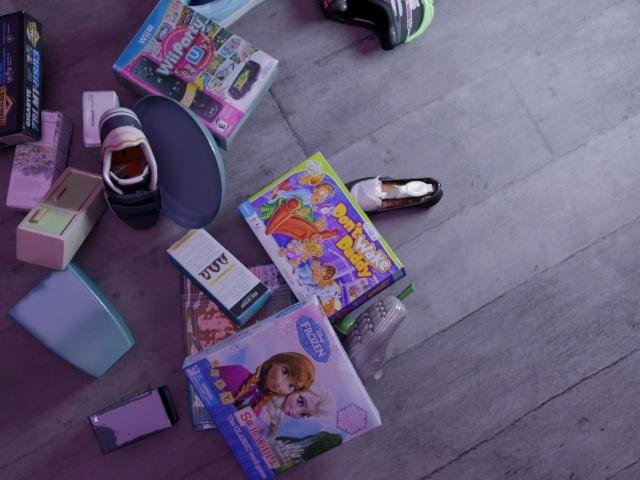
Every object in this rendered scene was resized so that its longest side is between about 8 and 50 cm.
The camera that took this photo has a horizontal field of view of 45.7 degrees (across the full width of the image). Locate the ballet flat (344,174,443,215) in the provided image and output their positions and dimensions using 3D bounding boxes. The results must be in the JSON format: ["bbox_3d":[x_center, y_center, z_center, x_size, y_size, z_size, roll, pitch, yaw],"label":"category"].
[{"bbox_3d":[0.158,-0.116,1.814,0.281,0.096,0.095,-9,81,-5],"label":"ballet flat"}]

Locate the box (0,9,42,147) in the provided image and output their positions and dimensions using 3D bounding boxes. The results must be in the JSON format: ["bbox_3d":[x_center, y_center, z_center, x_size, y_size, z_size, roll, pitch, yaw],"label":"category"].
[{"bbox_3d":[-0.780,-0.351,1.736,0.294,0.073,0.295,-7,78,15],"label":"box"}]

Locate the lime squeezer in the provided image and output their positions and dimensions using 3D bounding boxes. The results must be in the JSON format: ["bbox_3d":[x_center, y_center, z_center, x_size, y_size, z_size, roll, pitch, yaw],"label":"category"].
[{"bbox_3d":[0.082,0.181,1.760,0.311,0.110,0.058,-13,41,20],"label":"lime squeezer"}]

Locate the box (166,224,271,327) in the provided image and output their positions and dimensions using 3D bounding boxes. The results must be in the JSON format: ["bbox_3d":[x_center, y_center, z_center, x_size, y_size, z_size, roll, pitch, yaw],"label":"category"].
[{"bbox_3d":[-0.232,0.079,1.732,0.244,0.060,0.100,41,70,19],"label":"box"}]

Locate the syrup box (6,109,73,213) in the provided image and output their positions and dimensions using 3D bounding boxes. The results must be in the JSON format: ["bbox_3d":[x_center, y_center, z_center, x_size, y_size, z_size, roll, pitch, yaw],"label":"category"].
[{"bbox_3d":[-0.649,-0.178,1.760,0.093,0.096,0.236,6,82,-1],"label":"syrup box"}]

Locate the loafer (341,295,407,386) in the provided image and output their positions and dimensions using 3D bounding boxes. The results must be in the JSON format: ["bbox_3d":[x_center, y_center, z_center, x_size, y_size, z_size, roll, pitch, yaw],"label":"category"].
[{"bbox_3d":[0.099,0.262,1.713,0.112,0.112,0.319,29,112,-21],"label":"loafer"}]

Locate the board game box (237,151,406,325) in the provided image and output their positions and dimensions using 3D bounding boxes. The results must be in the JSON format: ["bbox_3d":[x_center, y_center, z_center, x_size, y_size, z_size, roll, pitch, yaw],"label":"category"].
[{"bbox_3d":[0.000,0.000,1.734,0.233,0.078,0.347,-35,69,-1],"label":"board game box"}]

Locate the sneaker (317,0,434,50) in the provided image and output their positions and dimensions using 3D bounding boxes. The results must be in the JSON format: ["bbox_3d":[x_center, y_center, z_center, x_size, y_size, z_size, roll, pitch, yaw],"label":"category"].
[{"bbox_3d":[0.054,-0.653,1.842,0.483,0.185,0.202,40,77,3],"label":"sneaker"}]

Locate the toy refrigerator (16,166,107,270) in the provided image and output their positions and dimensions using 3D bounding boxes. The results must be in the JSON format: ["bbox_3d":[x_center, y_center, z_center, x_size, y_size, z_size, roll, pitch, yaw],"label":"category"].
[{"bbox_3d":[-0.559,-0.057,1.667,0.102,0.269,0.094,15,124,-1],"label":"toy refrigerator"}]

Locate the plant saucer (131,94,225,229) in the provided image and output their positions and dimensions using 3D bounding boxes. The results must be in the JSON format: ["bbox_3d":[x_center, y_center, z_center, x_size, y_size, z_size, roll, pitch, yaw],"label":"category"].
[{"bbox_3d":[-0.318,-0.178,1.707,0.044,0.317,0.317,-33,85,-41],"label":"plant saucer"}]

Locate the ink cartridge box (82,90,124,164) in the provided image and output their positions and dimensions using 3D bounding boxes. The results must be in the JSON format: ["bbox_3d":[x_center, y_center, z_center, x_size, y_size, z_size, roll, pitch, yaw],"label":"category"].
[{"bbox_3d":[-0.489,-0.255,1.744,0.073,0.175,0.127,-3,82,-5],"label":"ink cartridge box"}]

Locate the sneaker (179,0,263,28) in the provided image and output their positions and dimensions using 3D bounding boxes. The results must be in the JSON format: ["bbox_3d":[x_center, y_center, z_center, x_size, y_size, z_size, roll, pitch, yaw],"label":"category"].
[{"bbox_3d":[-0.180,-0.630,1.775,0.366,0.150,0.135,-41,77,14],"label":"sneaker"}]

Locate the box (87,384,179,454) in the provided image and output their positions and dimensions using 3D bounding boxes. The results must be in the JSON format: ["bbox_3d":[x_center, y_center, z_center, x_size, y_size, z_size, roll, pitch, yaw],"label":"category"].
[{"bbox_3d":[-0.405,0.390,1.664,0.156,0.158,0.093,-21,84,-7],"label":"box"}]

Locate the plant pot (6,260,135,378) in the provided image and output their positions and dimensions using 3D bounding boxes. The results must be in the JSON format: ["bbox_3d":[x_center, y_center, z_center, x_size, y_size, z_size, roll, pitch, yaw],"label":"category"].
[{"bbox_3d":[-0.535,0.186,1.689,0.165,0.166,0.234,-44,94,-9],"label":"plant pot"}]

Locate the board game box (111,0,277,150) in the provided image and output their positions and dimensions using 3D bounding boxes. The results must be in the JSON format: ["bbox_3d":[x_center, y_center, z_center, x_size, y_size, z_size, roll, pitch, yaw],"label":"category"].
[{"bbox_3d":[-0.283,-0.385,1.740,0.303,0.097,0.224,31,80,1],"label":"board game box"}]

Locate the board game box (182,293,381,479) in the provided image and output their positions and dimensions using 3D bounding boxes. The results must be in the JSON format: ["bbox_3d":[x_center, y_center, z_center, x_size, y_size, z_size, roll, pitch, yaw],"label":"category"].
[{"bbox_3d":[-0.080,0.325,1.631,0.318,0.066,0.318,-27,103,4],"label":"board game box"}]

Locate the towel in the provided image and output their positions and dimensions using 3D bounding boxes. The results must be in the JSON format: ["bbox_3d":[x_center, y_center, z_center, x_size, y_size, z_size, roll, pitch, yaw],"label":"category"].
[{"bbox_3d":[-0.178,0.238,1.742,0.272,0.040,0.369,-7,76,-3],"label":"towel"}]

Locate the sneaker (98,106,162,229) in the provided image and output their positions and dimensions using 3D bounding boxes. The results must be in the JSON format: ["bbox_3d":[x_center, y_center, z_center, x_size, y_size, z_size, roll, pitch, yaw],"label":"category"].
[{"bbox_3d":[-0.415,-0.123,1.660,0.126,0.321,0.127,-17,46,-12],"label":"sneaker"}]
